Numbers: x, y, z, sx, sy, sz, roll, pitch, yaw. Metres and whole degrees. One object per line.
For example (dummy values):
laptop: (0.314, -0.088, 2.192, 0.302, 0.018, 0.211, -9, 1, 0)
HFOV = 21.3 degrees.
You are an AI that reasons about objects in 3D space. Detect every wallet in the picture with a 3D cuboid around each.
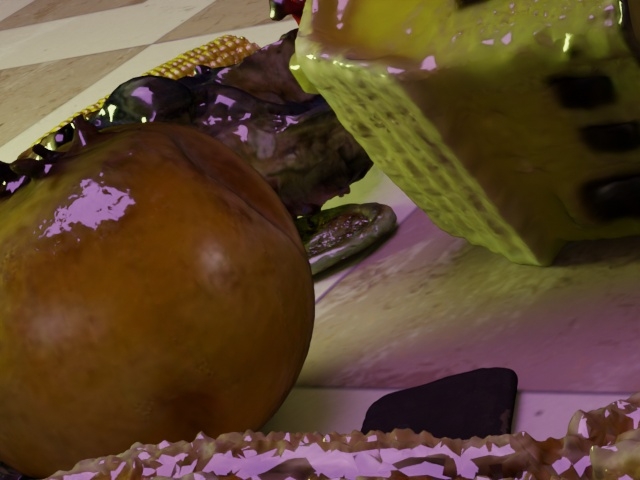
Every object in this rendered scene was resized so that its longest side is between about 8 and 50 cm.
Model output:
wallet: (0.051, 0.109, 0.811, 0.082, 0.018, 0.157, -16, 22, 16)

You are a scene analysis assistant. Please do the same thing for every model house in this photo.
model house: (0.116, -0.101, 0.967, 0.234, 0.193, 0.175, -8, 53, 34)

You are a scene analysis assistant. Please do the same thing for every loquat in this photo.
loquat: (-0.101, 0.027, 0.912, 0.213, 0.213, 0.213, -19, 21, 8)

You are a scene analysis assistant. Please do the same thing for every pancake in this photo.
pancake: (-0.001, 0.001, 1.135, 0.108, 0.017, 0.108, -21, 17, 7)

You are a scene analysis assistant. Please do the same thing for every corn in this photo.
corn: (-0.143, -0.098, 1.429, 0.248, 0.081, 0.081, -34, 24, -28)

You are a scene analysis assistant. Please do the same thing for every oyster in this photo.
oyster: (-0.055, -0.074, 1.187, 0.361, 0.096, 0.221, -18, 34, -36)

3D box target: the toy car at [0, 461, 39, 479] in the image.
toy car: (-0.240, 0.136, 0.942, 0.112, 0.112, 0.139, -22, 24, 46)

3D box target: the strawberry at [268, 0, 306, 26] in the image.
strawberry: (0.093, -0.221, 1.408, 0.234, 0.234, 0.178, -12, -16, 25)

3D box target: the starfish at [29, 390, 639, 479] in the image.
starfish: (0.059, 0.131, 0.634, 0.432, 0.082, 0.324, -11, 20, 1)
